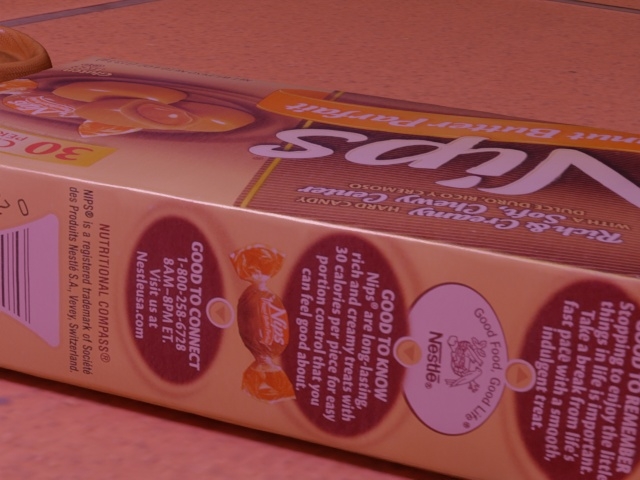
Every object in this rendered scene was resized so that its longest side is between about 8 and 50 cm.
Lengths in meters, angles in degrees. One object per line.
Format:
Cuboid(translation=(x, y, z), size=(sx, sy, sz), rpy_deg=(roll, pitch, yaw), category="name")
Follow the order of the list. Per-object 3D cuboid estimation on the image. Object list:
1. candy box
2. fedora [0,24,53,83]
Cuboid(translation=(0.000, 0.000, 0.531), size=(0.316, 0.088, 0.183), rpy_deg=(11, 21, 19), category="candy box")
Cuboid(translation=(-0.199, -0.071, 0.710), size=(0.194, 0.079, 0.194), rpy_deg=(2, 19, -1), category="fedora")
